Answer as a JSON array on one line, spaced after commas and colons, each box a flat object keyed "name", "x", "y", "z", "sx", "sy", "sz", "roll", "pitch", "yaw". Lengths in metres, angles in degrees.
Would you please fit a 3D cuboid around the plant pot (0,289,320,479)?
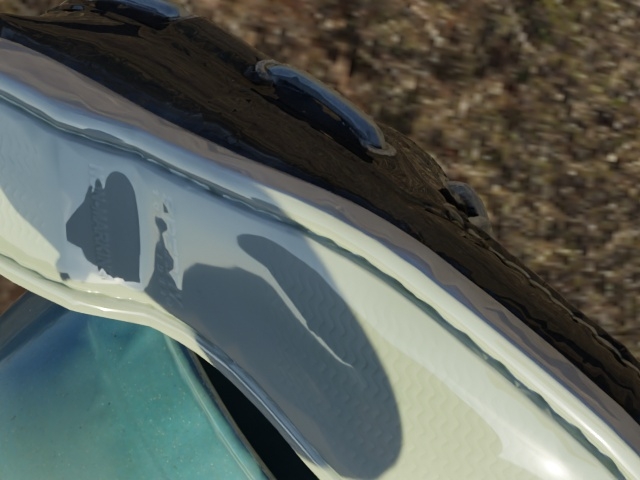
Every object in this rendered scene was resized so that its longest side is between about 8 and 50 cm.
[{"name": "plant pot", "x": -0.112, "y": 0.142, "z": 1.150, "sx": 0.255, "sy": 0.271, "sz": 0.271, "roll": -34, "pitch": 71, "yaw": 15}]

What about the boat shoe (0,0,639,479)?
[{"name": "boat shoe", "x": 0.000, "y": 0.000, "z": 0.618, "sx": 0.302, "sy": 0.091, "sz": 0.114, "roll": 34, "pitch": 137, "yaw": 23}]
